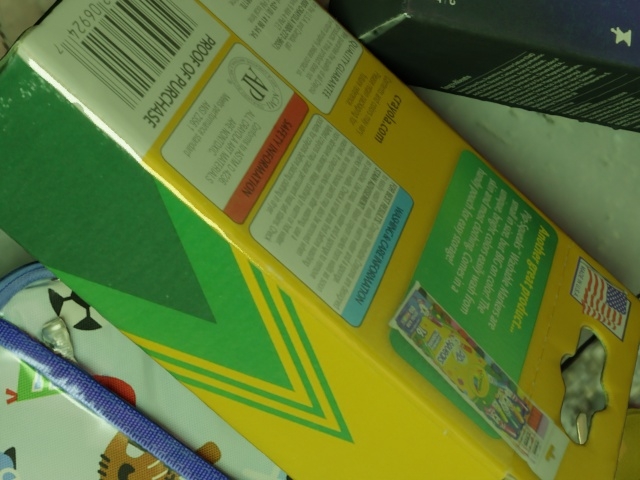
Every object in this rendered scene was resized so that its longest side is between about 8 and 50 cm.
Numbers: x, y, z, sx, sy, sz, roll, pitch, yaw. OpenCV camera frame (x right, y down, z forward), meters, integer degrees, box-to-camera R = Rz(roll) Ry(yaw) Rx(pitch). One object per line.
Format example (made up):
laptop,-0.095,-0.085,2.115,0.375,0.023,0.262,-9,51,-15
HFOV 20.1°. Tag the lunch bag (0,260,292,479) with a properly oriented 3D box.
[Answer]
lunch bag,-0.086,0.157,0.808,0.303,0.115,0.243,39,68,-13

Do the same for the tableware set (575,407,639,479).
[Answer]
tableware set,0.198,0.139,0.972,0.154,0.024,0.104,-1,85,-23

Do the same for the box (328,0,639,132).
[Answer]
box,0.118,-0.153,0.940,0.207,0.108,0.153,9,79,-21

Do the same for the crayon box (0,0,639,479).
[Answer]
crayon box,0.000,0.000,0.829,0.323,0.083,0.203,41,33,-10
